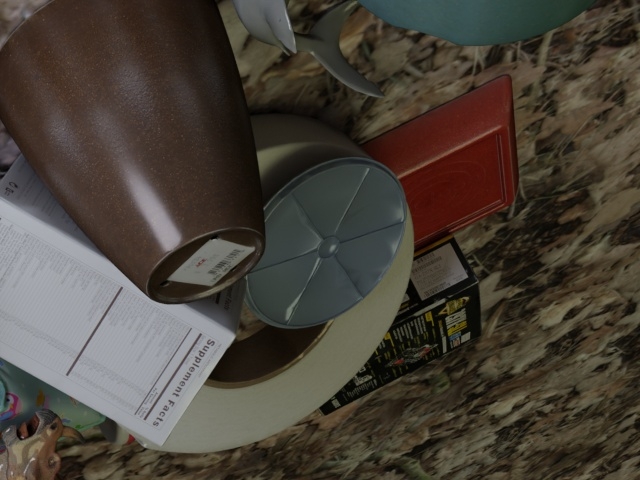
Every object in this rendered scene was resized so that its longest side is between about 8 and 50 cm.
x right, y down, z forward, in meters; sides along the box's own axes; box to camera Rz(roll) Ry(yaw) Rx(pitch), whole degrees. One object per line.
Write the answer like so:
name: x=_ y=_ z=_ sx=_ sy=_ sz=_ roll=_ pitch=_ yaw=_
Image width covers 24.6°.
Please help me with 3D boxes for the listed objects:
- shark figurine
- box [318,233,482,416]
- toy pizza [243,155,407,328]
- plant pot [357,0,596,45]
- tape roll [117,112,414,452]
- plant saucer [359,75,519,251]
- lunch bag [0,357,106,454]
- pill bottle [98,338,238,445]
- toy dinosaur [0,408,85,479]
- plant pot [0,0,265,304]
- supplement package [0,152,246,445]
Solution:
shark figurine: x=-0.028 y=-0.196 z=1.257 sx=0.166 sy=0.116 sz=0.278 roll=-23 pitch=152 yaw=-6
box: x=0.082 y=0.120 z=1.931 sx=0.257 sy=0.079 sz=0.322 roll=-29 pitch=163 yaw=-1
toy pizza: x=0.000 y=0.000 z=1.491 sx=0.201 sy=0.032 sz=0.201 roll=-21 pitch=131 yaw=-26
plant pot: x=0.114 y=-0.312 z=0.965 sx=0.341 sy=0.341 sz=0.334 roll=-25 pitch=162 yaw=-6
tape roll: x=-0.079 y=0.053 z=1.547 sx=0.392 sy=0.072 sz=0.392 roll=-20 pitch=131 yaw=-25
plant saucer: x=0.124 y=-0.060 z=1.724 sx=0.258 sy=0.047 sz=0.259 roll=-26 pitch=155 yaw=-3
lunch bag: x=-0.393 y=0.168 z=1.521 sx=0.262 sy=0.160 sz=0.223 roll=-23 pitch=164 yaw=13
pill bottle: x=-0.182 y=0.175 z=1.789 sx=0.180 sy=0.108 sz=0.108 roll=-15 pitch=152 yaw=-26
toy dinosaur: x=-0.338 y=0.289 z=1.498 sx=0.200 sy=0.127 sz=0.295 roll=-24 pitch=169 yaw=-27
plant pot: x=-0.139 y=-0.069 z=1.242 sx=0.215 sy=0.230 sz=0.215 roll=-22 pitch=154 yaw=-12
supplement package: x=-0.207 y=0.051 z=1.331 sx=0.139 sy=0.244 sz=0.134 roll=-55 pitch=-170 yaw=18
